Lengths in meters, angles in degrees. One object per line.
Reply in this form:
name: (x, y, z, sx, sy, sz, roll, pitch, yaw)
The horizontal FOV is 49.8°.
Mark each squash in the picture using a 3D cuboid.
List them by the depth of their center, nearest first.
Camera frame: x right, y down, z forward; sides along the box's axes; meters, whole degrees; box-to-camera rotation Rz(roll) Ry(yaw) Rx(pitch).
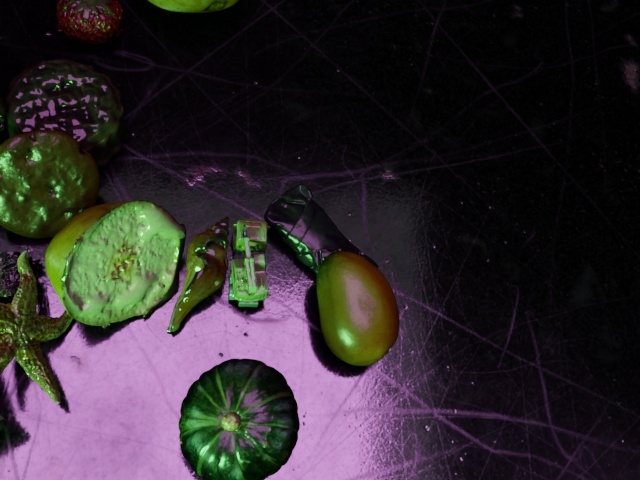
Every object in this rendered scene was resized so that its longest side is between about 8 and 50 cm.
squash: (-0.139, 0.310, 1.173, 0.218, 0.172, 0.218, 2, 74, -8)

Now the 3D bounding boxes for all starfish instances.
starfish: (-0.512, 0.150, 1.174, 0.236, 0.062, 0.277, 0, 75, -57)

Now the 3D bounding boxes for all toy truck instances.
toy truck: (-0.134, 0.039, 1.327, 0.077, 0.100, 0.168, 5, 67, -11)

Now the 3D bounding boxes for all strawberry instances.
strawberry: (-0.499, -0.492, 1.489, 0.145, 0.086, 0.145, 4, 68, -11)

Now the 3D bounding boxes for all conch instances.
conch: (-0.221, 0.064, 1.312, 0.080, 0.086, 0.232, 18, 69, -26)

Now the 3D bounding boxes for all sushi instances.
sushi: (-0.556, 0.067, 1.258, 0.085, 0.056, 0.083, -3, 68, -11)

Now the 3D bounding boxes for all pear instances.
pear: (-0.392, 0.012, 1.253, 0.178, 0.266, 0.267, 31, 63, 31)

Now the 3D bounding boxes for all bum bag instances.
bum bag: (0.000, 0.000, 1.391, 0.248, 0.060, 0.123, 44, 63, 7)

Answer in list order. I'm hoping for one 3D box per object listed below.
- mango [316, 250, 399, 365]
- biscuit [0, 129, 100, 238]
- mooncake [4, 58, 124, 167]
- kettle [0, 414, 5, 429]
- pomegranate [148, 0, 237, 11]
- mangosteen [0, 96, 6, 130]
mango: (0.072, 0.126, 1.309, 0.152, 0.120, 0.220, -5, 81, -15)
biscuit: (-0.515, -0.101, 1.277, 0.212, 0.212, 0.036, -23, 30, -19)
mooncake: (-0.504, -0.246, 1.364, 0.228, 0.124, 0.228, 5, 67, -11)
kettle: (-0.648, 0.256, 1.117, 0.221, 0.161, 0.236, -29, 80, -1)
pomegranate: (-0.281, -0.627, 1.492, 0.308, 0.307, 0.307, 4, 67, -9)
mangosteen: (-0.731, -0.258, 1.230, 0.330, 0.330, 0.329, 4, 67, -9)
